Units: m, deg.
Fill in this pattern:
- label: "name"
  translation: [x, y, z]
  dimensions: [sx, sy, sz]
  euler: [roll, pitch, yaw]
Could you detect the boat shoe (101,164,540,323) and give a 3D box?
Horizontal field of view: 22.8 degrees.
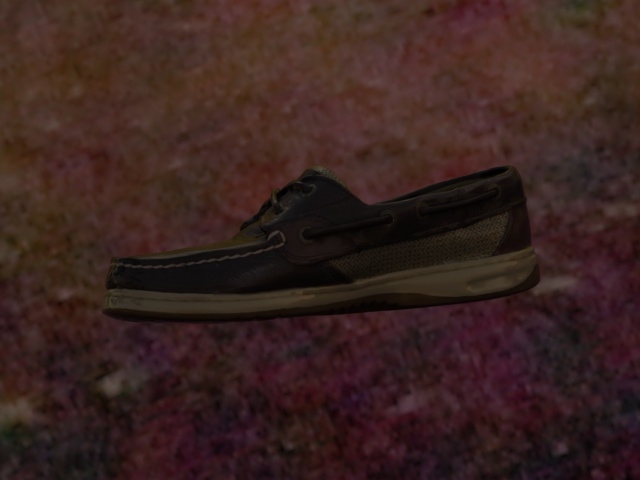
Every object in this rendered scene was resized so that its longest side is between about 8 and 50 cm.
- label: "boat shoe"
  translation: [0.001, 0.000, 0.780]
  dimensions: [0.223, 0.073, 0.080]
  euler: [-4, 1, -18]
